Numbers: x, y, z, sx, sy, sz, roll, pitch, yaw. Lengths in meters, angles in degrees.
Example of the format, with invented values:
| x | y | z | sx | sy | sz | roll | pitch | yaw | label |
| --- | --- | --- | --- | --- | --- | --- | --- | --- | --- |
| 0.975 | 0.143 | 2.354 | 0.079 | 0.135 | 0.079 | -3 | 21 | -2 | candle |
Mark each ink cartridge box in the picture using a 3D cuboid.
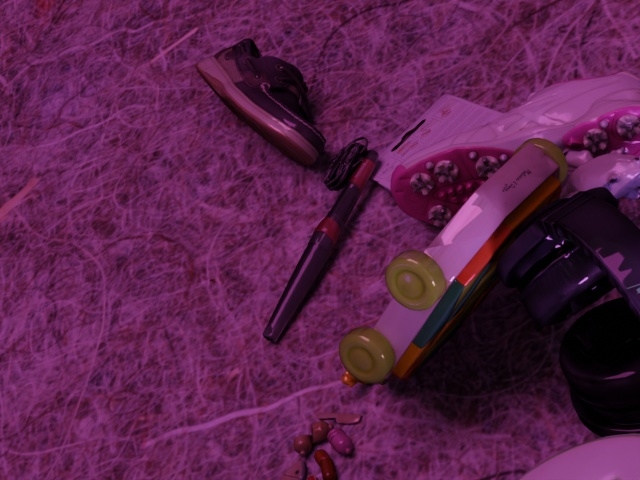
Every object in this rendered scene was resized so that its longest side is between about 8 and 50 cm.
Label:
| x | y | z | sx | sy | sz | roll | pitch | yaw | label |
| --- | --- | --- | --- | --- | --- | --- | --- | --- | --- |
| 0.137 | -0.094 | 2.193 | 0.145 | 0.045 | 0.179 | -44 | 21 | -6 | ink cartridge box |

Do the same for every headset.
| x | y | z | sx | sy | sz | roll | pitch | yaw | label |
| --- | --- | --- | --- | --- | --- | --- | --- | --- | --- |
| 0.281 | 0.050 | 1.792 | 0.185 | 0.243 | 0.394 | -33 | 13 | -10 | headset |

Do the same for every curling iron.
| x | y | z | sx | sy | sz | roll | pitch | yaw | label |
| --- | --- | --- | --- | --- | --- | --- | --- | --- | --- |
| 0.000 | 0.000 | 2.198 | 0.068 | 0.035 | 0.274 | -17 | 44 | 54 | curling iron |

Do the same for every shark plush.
| x | y | z | sx | sy | sz | roll | pitch | yaw | label |
| --- | --- | --- | --- | --- | --- | --- | --- | --- | --- |
| 0.308 | -0.065 | 1.954 | 0.161 | 0.067 | 0.073 | -26 | 41 | 30 | shark plush |

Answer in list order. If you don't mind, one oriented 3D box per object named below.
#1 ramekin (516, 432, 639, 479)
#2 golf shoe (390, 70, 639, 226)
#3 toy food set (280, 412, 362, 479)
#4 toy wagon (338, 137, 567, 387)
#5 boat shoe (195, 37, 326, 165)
| x | y | z | sx | sy | sz | roll | pitch | yaw | label |
| --- | --- | --- | --- | --- | --- | --- | --- | --- | --- |
| 0.257 | 0.307 | 1.602 | 0.303 | 0.148 | 0.303 | -21 | 42 | 20 | ramekin |
| 0.225 | -0.098 | 2.068 | 0.306 | 0.115 | 0.140 | -13 | 34 | 13 | golf shoe |
| -0.004 | 0.225 | 1.986 | 0.078 | 0.019 | 0.122 | -2 | 51 | 36 | toy food set |
| 0.122 | 0.046 | 1.917 | 0.068 | 0.344 | 0.267 | 40 | 45 | 11 | toy wagon |
| -0.063 | -0.181 | 2.370 | 0.092 | 0.103 | 0.285 | -45 | 33 | -2 | boat shoe |
